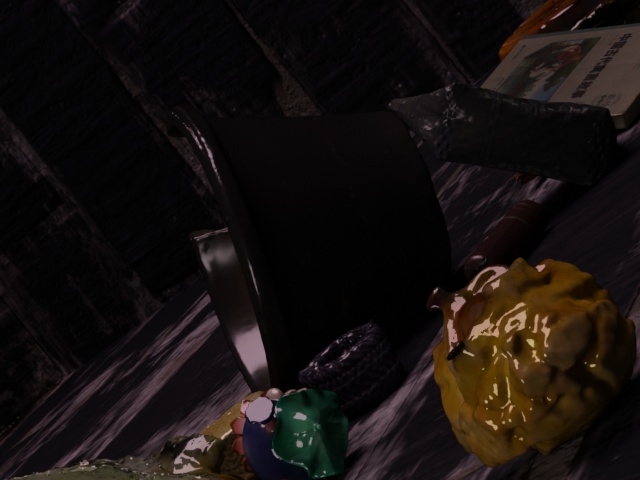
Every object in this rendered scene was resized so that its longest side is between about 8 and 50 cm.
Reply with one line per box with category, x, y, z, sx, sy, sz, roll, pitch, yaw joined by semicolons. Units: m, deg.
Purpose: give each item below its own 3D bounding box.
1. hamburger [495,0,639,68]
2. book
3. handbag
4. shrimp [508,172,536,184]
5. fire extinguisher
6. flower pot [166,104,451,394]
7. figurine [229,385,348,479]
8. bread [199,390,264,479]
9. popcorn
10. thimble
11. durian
hamburger;0.357;-0.269;2.609;0.261;0.139;0.243;-37;8;16
book;0.315;-0.204;2.367;0.282;0.025;0.215;-2;39;45
handbag;0.215;-0.127;2.130;0.175;0.270;0.089;-117;36;-80
shrimp;0.295;-0.107;2.324;0.095;0.045;0.162;-6;21;38
fire extinguisher;0.186;0.018;1.985;0.157;0.045;0.078;-47;-18;-47
flower pot;0.000;0.000;2.140;0.251;0.379;0.379;-17;2;-11
figurine;-0.029;0.191;1.768;0.102;0.111;0.195;-22;-1;-14
bread;-0.111;0.239;1.975;0.188;0.068;0.125;-38;6;2
popcorn;0.146;0.083;1.320;0.167;0.152;0.148;-46;17;54
thimble;0.037;0.132;1.910;0.104;0.066;0.095;-28;13;46
durian;-0.182;0.255;1.808;0.306;0.166;0.172;-7;31;35
